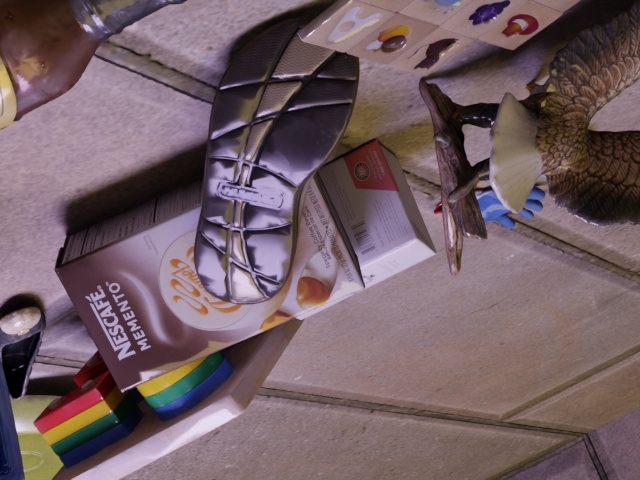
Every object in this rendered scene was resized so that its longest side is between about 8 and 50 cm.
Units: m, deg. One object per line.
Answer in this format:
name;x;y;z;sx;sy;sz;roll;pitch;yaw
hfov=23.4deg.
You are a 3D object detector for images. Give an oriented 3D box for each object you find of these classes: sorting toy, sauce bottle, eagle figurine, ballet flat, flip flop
sorting toy;-0.162;0.136;1.609;0.255;0.089;0.257;-30;-169;25
sauce bottle;-0.239;-0.122;1.026;0.344;0.111;0.111;-28;158;11
eagle figurine;0.247;-0.111;1.427;0.298;0.225;0.226;-10;148;0
ballet flat;-0.310;0.113;1.600;0.057;0.049;0.173;-15;158;-20
flip flop;-0.041;-0.070;1.309;0.112;0.080;0.277;15;123;0

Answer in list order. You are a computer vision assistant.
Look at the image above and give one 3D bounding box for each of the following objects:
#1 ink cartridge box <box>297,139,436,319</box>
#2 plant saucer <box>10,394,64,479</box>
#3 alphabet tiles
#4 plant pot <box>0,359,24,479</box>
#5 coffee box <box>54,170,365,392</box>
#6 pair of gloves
ink cartridge box;0.000;0.000;1.536;0.198;0.115;0.067;-26;159;14
plant saucer;-0.361;0.249;1.832;0.241;0.037;0.241;-9;152;-5
alphabet tiles;0.155;-0.232;1.148;0.342;0.011;0.285;-35;156;31
plant pot;-0.425;0.142;1.328;0.212;0.236;0.236;-29;159;37
coffee box;-0.100;0.021;1.424;0.246;0.141;0.098;-24;-161;5
pair of gloves;0.230;-0.063;1.735;0.198;0.023;0.159;-35;156;32
